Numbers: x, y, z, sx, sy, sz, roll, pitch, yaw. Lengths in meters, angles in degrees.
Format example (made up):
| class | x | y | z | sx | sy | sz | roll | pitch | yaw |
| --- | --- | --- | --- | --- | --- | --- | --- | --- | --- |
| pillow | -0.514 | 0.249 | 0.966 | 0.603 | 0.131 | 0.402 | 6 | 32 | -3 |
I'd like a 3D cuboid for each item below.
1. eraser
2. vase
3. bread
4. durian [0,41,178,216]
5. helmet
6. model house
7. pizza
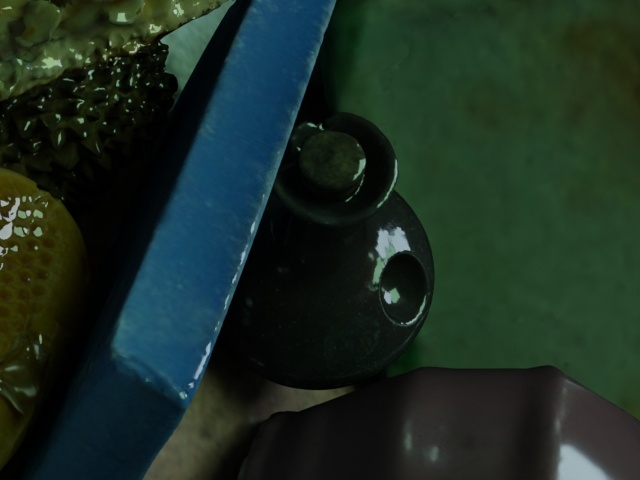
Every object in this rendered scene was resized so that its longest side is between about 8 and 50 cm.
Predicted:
| class | x | y | z | sx | sy | sz | roll | pitch | yaw |
| --- | --- | --- | --- | --- | --- | --- | --- | --- | --- |
| eraser | -0.061 | -0.010 | 0.783 | 0.042 | 0.144 | 0.312 | 27 | 43 | -10 |
| vase | 0.000 | 0.000 | 0.849 | 0.183 | 0.120 | 0.120 | 96 | -15 | -67 |
| bread | -0.158 | 0.041 | 0.670 | 0.114 | 0.077 | 0.189 | 40 | 35 | -3 |
| durian | -0.118 | -0.089 | 0.805 | 0.188 | 0.091 | 0.148 | 11 | 59 | -56 |
| helmet | 0.111 | 0.199 | 0.862 | 0.338 | 0.197 | 0.271 | 50 | 31 | -23 |
| model house | 0.138 | -0.052 | 1.066 | 0.280 | 0.245 | 0.312 | -86 | 164 | -71 |
| pizza | -0.144 | -0.127 | 0.715 | 0.226 | 0.069 | 0.147 | 23 | 56 | 7 |
